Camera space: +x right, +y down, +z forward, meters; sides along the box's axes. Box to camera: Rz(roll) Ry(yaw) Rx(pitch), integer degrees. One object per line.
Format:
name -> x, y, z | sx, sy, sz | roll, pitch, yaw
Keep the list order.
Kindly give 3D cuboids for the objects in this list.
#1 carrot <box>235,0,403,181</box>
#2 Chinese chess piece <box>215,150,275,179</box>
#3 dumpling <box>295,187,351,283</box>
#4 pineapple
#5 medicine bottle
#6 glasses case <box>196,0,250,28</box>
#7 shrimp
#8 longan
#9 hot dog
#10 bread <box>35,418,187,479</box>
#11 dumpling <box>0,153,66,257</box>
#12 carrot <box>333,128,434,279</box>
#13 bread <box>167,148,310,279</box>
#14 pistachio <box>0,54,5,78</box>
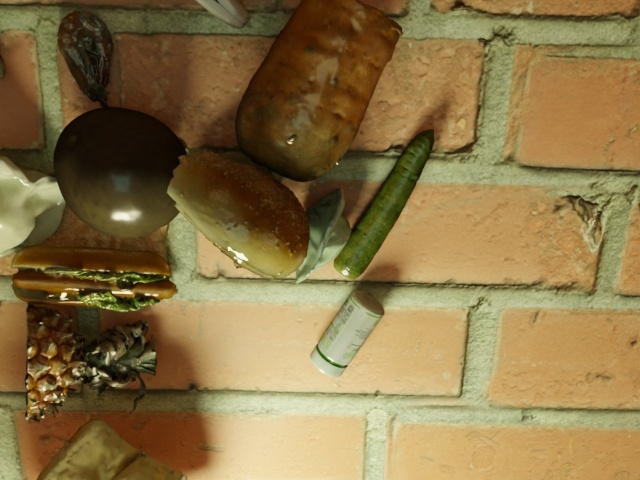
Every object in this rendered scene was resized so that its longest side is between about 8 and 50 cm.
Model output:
carrot -> -0.013, -0.283, 1.417 | 0.224, 0.224, 0.340 | 25, 102, -10
Chinese chess piece -> -0.179, -0.090, 1.564 | 0.188, 0.083, 0.188 | -1, 115, -1
dumpling -> 0.010, 0.000, 1.568 | 0.108, 0.152, 0.219 | 11, 113, -35
pineapple -> -0.484, 0.250, 1.640 | 0.272, 0.262, 0.262 | 0, 112, -18
medicine bottle -> 0.058, 0.203, 1.678 | 0.086, 0.086, 0.183 | 29, 109, -11
glasses case -> -0.225, -0.477, 1.403 | 0.233, 0.092, 0.059 | 39, 104, -16
shrimp -> -0.443, -0.346, 1.479 | 0.101, 0.042, 0.190 | -14, 110, -3
longan -> -0.375, -0.129, 1.455 | 0.258, 0.258, 0.258 | 0, 112, -1
hot dog -> -0.463, 0.081, 1.591 | 0.337, 0.100, 0.135 | 4, 113, -15
bread -> -0.464, 0.622, 1.607 | 0.279, 0.390, 0.371 | 30, 151, 19
dumpling -> -0.655, -0.061, 1.549 | 0.318, 0.187, 0.243 | -43, 146, 24
carrot -> 0.136, -0.075, 1.580 | 0.074, 0.074, 0.358 | 28, 106, -11
bread -> -0.126, -0.039, 1.415 | 0.171, 0.192, 0.314 | -48, 127, 5
pistachio -> -0.670, -0.361, 1.398 | 0.136, 0.135, 0.226 | -23, 151, 8
